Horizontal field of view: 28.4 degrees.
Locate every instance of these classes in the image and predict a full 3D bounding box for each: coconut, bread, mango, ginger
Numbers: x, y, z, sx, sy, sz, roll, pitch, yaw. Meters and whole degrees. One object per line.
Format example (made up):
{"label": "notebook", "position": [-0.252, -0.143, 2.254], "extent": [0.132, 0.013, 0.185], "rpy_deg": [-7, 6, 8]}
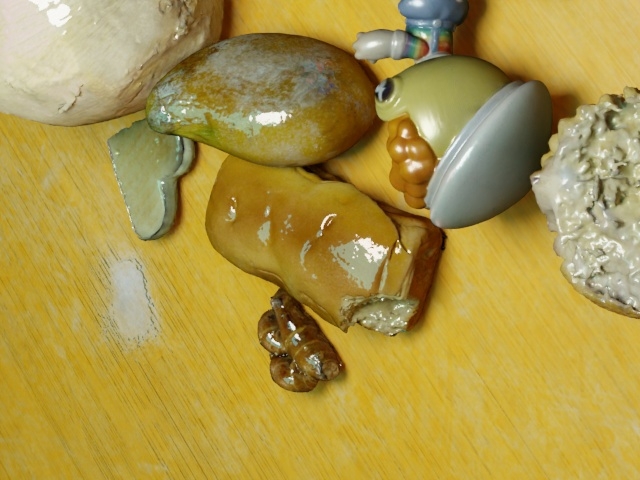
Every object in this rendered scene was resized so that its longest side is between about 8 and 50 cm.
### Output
{"label": "coconut", "position": [-0.318, -0.359, 1.797], "extent": [0.404, 0.404, 0.405], "rpy_deg": [10, 106, 37]}
{"label": "bread", "position": [-0.003, -0.002, 1.765], "extent": [0.344, 0.149, 0.195], "rpy_deg": [27, 117, 32]}
{"label": "bread", "position": [0.383, -0.045, 1.429], "extent": [0.274, 0.149, 0.274], "rpy_deg": [4, 99, 27]}
{"label": "mango", "position": [-0.081, -0.191, 1.729], "extent": [0.316, 0.146, 0.193], "rpy_deg": [0, 63, 6]}
{"label": "ginger", "position": [-0.040, 0.157, 1.885], "extent": [0.103, 0.073, 0.162], "rpy_deg": [-41, 67, 23]}
{"label": "bread", "position": [-0.273, -0.118, 2.015], "extent": [0.172, 0.064, 0.232], "rpy_deg": [29, 115, 31]}

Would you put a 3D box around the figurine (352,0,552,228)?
{"label": "figurine", "position": [0.151, -0.210, 1.538], "extent": [0.205, 0.224, 0.382], "rpy_deg": [-25, 86, 33]}
